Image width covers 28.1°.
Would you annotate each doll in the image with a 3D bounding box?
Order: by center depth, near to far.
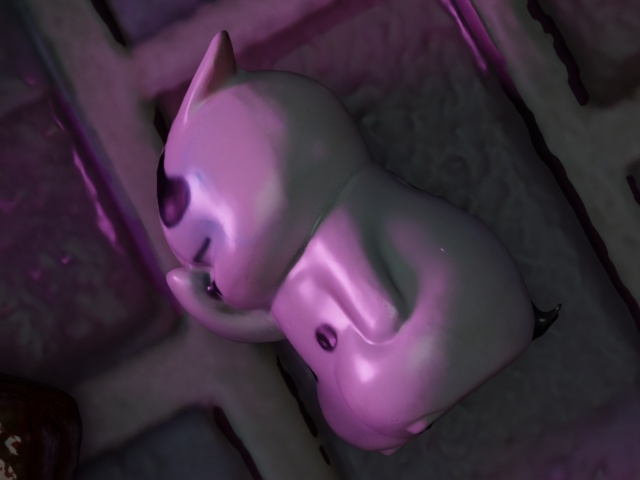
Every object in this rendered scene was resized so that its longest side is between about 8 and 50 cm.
[{"bbox_3d":[0.003,0.007,0.532,0.180,0.110,0.107,40,71,3],"label":"doll"}]

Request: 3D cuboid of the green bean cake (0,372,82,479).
[{"bbox_3d":[-0.224,0.091,0.508,0.232,0.198,0.097,10,89,2],"label":"green bean cake"}]
